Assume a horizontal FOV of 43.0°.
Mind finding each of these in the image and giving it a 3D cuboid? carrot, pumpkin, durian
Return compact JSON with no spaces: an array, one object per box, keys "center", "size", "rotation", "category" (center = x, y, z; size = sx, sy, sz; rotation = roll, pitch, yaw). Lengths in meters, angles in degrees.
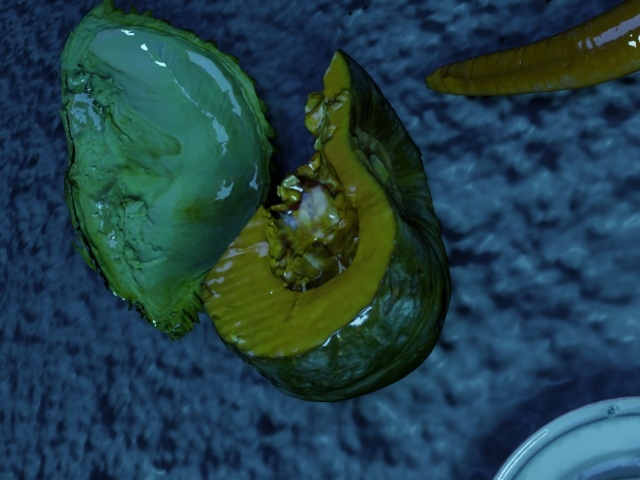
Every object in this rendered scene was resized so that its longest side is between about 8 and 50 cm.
[{"center":[0.208,-0.157,0.696],"size":[0.271,0.062,0.066],"rotation":[-16,91,33],"category":"carrot"},{"center":[0.000,0.001,0.706],"size":[0.190,0.139,0.280],"rotation":[-26,52,21],"category":"pumpkin"},{"center":[-0.149,-0.084,0.816],"size":[0.163,0.198,0.394],"rotation":[-21,58,24],"category":"durian"}]

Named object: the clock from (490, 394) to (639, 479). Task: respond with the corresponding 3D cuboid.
[{"center":[0.205,0.216,0.500],"size":[0.245,0.056,0.244],"rotation":[-17,57,28],"category":"clock"}]
